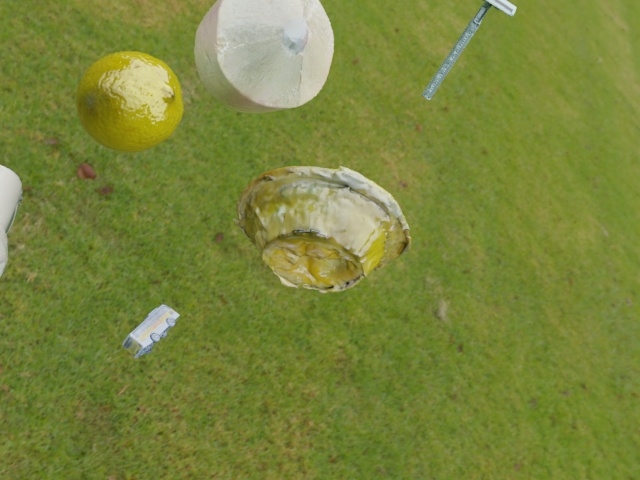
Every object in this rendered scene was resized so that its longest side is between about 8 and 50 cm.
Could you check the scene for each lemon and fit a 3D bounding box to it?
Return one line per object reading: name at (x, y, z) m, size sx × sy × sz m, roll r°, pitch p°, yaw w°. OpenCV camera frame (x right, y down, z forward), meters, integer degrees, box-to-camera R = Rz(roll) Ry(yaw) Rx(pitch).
lemon at (-0.467, -0.339, 1.592) m, size 0.267 × 0.267 × 0.267 m, roll 22°, pitch 50°, yaw -29°

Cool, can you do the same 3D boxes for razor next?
razor at (0.243, -0.339, 1.138) m, size 0.084 × 0.211 × 0.036 m, roll 29°, pitch 32°, yaw -10°

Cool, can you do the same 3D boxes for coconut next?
coconut at (-0.060, -0.215, 0.725) m, size 0.147 × 0.153 × 0.147 m, roll -1°, pitch 93°, yaw -25°

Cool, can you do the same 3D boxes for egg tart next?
egg tart at (0.000, 0.000, 1.111) m, size 0.315 × 0.315 × 0.120 m, roll 28°, pitch 52°, yaw -24°

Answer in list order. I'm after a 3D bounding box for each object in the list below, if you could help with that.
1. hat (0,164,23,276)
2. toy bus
hat at (-0.650, -0.018, 1.196) m, size 0.161 × 0.275 × 0.232 m, roll 26°, pitch -4°, yaw 30°
toy bus at (-0.465, 0.249, 1.786) m, size 0.075 × 0.064 × 0.190 m, roll 38°, pitch 29°, yaw -2°
